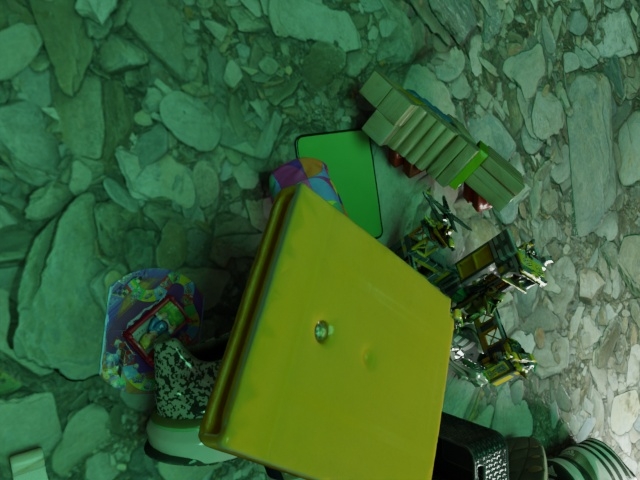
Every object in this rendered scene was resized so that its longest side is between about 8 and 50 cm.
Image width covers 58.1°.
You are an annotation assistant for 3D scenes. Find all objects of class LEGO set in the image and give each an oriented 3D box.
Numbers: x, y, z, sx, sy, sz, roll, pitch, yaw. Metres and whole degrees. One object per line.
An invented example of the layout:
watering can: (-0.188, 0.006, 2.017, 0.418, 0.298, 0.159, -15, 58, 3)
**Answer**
LEGO set: (0.266, 0.077, 0.942, 0.331, 0.192, 0.255, 32, 37, -25)

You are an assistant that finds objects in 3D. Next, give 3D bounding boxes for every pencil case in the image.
pencil case: (0.000, 0.000, 0.806, 0.104, 0.104, 0.237, -3, 61, -34)

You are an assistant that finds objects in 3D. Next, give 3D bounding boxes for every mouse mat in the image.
mouse mat: (0.034, -0.084, 0.940, 0.152, 0.007, 0.190, -13, 97, -34)

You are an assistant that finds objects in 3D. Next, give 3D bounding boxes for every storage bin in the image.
storage bin: (0.217, 0.370, 0.968, 0.084, 0.180, 0.122, -5, 94, -35)

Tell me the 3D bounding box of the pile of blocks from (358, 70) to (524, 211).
pile of blocks: (0.197, -0.157, 1.008, 0.362, 0.149, 0.113, 30, 117, -22)

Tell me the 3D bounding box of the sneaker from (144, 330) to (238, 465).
sneaker: (-0.047, 0.155, 0.792, 0.410, 0.158, 0.182, -13, 103, -35)

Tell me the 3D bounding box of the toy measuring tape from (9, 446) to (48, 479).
toy measuring tape: (-0.299, 0.410, 0.654, 0.121, 0.121, 0.331, -11, 97, -34)

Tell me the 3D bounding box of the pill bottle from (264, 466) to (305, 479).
pill bottle: (-0.029, 0.230, 0.677, 0.094, 0.094, 0.170, -24, 98, -32)

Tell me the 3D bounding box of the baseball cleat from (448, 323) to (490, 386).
baseball cleat: (0.246, 0.185, 1.064, 0.206, 0.072, 0.110, 44, 51, -29)

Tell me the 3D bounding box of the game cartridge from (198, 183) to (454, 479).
game cartridge: (0.038, 0.136, 0.667, 0.323, 0.052, 0.286, 37, 57, -36)

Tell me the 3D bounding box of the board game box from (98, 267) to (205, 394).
board game box: (-0.213, 0.122, 0.757, 0.133, 0.033, 0.169, 8, 87, -34)

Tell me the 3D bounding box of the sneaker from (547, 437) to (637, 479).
sneaker: (0.622, 0.654, 1.260, 0.257, 0.169, 0.448, -14, 96, -32)

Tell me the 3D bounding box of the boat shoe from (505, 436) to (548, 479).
boat shoe: (0.358, 0.530, 1.067, 0.355, 0.132, 0.130, -53, 125, -46)
